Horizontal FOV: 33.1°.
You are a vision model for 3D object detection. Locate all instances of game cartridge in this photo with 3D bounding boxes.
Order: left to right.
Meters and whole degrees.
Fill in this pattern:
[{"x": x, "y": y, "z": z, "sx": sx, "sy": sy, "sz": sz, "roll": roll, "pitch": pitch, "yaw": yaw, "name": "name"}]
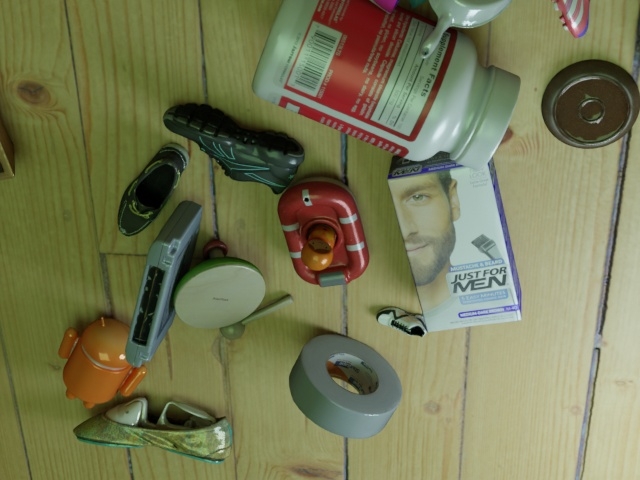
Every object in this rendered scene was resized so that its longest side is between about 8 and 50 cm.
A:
[{"x": -0.300, "y": 0.077, "z": 2.073, "sx": 0.062, "sy": 0.198, "sz": 0.297, "roll": 18, "pitch": 121, "yaw": -2, "name": "game cartridge"}]

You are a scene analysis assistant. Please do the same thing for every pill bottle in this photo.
[{"x": 0.111, "y": -0.271, "z": 1.782, "sx": 0.408, "sy": 0.229, "sz": 0.229, "roll": 22, "pitch": 121, "yaw": -4, "name": "pill bottle"}]

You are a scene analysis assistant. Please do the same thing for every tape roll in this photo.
[{"x": 0.049, "y": 0.287, "z": 2.126, "sx": 0.219, "sy": 0.219, "sz": 0.072, "roll": 24, "pitch": 121, "yaw": -5, "name": "tape roll"}]

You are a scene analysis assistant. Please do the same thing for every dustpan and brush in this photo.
[{"x": 0.212, "y": -0.371, "z": 1.691, "sx": 0.147, "sy": 0.211, "sz": 0.060, "roll": 33, "pitch": 151, "yaw": -1, "name": "dustpan and brush"}]

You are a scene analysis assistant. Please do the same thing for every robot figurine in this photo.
[{"x": -0.456, "y": 0.252, "z": 2.246, "sx": 0.158, "sy": 0.128, "sz": 0.219, "roll": 50, "pitch": 125, "yaw": 26, "name": "robot figurine"}]

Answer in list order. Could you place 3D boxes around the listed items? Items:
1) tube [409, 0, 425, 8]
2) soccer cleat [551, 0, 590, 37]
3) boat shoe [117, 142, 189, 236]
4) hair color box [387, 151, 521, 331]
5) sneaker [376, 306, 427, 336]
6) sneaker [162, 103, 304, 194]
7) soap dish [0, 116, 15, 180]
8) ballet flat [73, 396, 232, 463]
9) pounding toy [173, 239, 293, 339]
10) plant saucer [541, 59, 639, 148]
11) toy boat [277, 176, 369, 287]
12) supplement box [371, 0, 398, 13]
[{"x": 0.227, "y": -0.457, "z": 1.763, "sx": 0.207, "sy": 0.052, "sz": 0.080, "roll": -19, "pitch": 104, "yaw": 24, "name": "tube"}, {"x": 0.403, "y": -0.445, "z": 1.721, "sx": 0.095, "sy": 0.083, "sz": 0.248, "roll": -17, "pitch": 113, "yaw": 13, "name": "soccer cleat"}, {"x": -0.332, "y": -0.087, "z": 2.058, "sx": 0.081, "sy": 0.068, "sz": 0.227, "roll": 32, "pitch": 120, "yaw": -9, "name": "boat shoe"}, {"x": 0.253, "y": -0.003, "z": 1.989, "sx": 0.185, "sy": 0.110, "sz": 0.338, "roll": -9, "pitch": 117, "yaw": 16, "name": "hair color box"}, {"x": 0.164, "y": 0.164, "z": 2.138, "sx": 0.109, "sy": 0.043, "sz": 0.040, "roll": 10, "pitch": 123, "yaw": 6, "name": "sneaker"}, {"x": -0.167, "y": -0.164, "z": 1.968, "sx": 0.267, "sy": 0.101, "sz": 0.106, "roll": 21, "pitch": 124, "yaw": -3, "name": "sneaker"}, {"x": -0.714, "y": -0.239, "z": 2.005, "sx": 0.229, "sy": 0.118, "sz": 0.290, "roll": -8, "pitch": 118, "yaw": 14, "name": "soap dish"}, {"x": -0.360, "y": 0.398, "z": 2.335, "sx": 0.349, "sy": 0.123, "sz": 0.123, "roll": 8, "pitch": 121, "yaw": 5, "name": "ballet flat"}, {"x": -0.194, "y": 0.085, "z": 2.134, "sx": 0.183, "sy": 0.110, "sz": 0.237, "roll": -36, "pitch": 139, "yaw": 14, "name": "pounding toy"}, {"x": 0.469, "y": -0.229, "z": 1.863, "sx": 0.169, "sy": 0.029, "sz": 0.168, "roll": 4, "pitch": 122, "yaw": 7, "name": "plant saucer"}, {"x": 0.000, "y": 0.000, "z": 2.005, "sx": 0.151, "sy": 0.151, "sz": 0.231, "roll": -9, "pitch": 118, "yaw": 14, "name": "toy boat"}, {"x": 0.129, "y": -0.479, "z": 1.655, "sx": 0.114, "sy": 0.111, "sz": 0.220, "roll": 35, "pitch": 84, "yaw": -1, "name": "supplement box"}]
